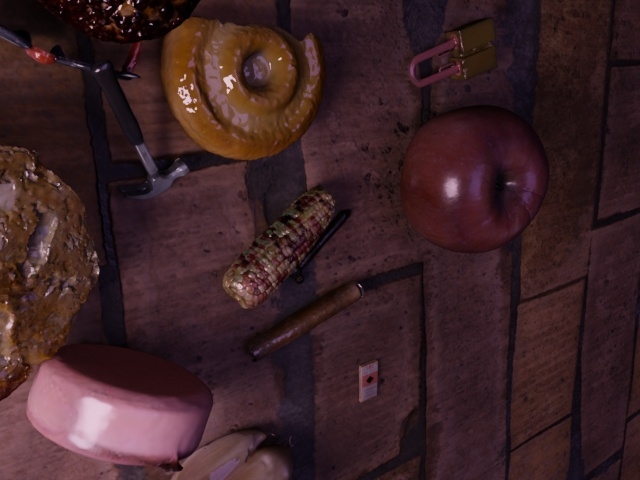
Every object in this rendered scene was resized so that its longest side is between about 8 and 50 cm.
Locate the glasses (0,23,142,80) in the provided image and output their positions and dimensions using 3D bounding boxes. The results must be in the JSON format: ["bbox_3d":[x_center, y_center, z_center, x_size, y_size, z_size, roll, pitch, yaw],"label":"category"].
[{"bbox_3d":[-0.307,-0.346,0.769,0.234,0.118,0.268,18,91,-38],"label":"glasses"}]

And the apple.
[{"bbox_3d":[0.287,-0.123,1.211,0.305,0.235,0.306,-9,106,-33],"label":"apple"}]

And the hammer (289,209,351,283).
[{"bbox_3d":[0.000,0.000,1.159,0.178,0.021,0.065,-48,125,-18],"label":"hammer"}]

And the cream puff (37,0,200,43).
[{"bbox_3d":[-0.227,-0.349,0.706,0.239,0.165,0.239,9,77,-41],"label":"cream puff"}]

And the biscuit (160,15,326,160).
[{"bbox_3d":[-0.107,-0.230,0.971,0.274,0.091,0.213,-12,107,-37],"label":"biscuit"}]

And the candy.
[{"bbox_3d":[-0.267,0.223,0.863,0.255,0.255,0.094,17,91,-39],"label":"candy"}]

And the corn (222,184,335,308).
[{"bbox_3d":[-0.064,0.008,1.074,0.253,0.086,0.086,-49,126,-20],"label":"corn"}]

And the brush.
[{"bbox_3d":[0.257,-0.362,1.244,0.233,0.047,0.103,-28,118,-27],"label":"brush"}]

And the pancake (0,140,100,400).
[{"bbox_3d":[-0.406,0.044,0.679,0.356,0.065,0.356,-27,130,-36],"label":"pancake"}]

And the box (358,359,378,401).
[{"bbox_3d":[0.101,0.297,1.323,0.046,0.012,0.083,-13,110,-34],"label":"box"}]

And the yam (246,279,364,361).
[{"bbox_3d":[-0.026,0.147,1.163,0.264,0.046,0.046,-27,117,-29],"label":"yam"}]

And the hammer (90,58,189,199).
[{"bbox_3d":[-0.258,-0.142,0.847,0.103,0.029,0.246,-38,152,-15],"label":"hammer"}]

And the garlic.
[{"bbox_3d":[-0.152,0.470,1.117,0.292,0.210,0.237,-6,72,-32],"label":"garlic"}]
